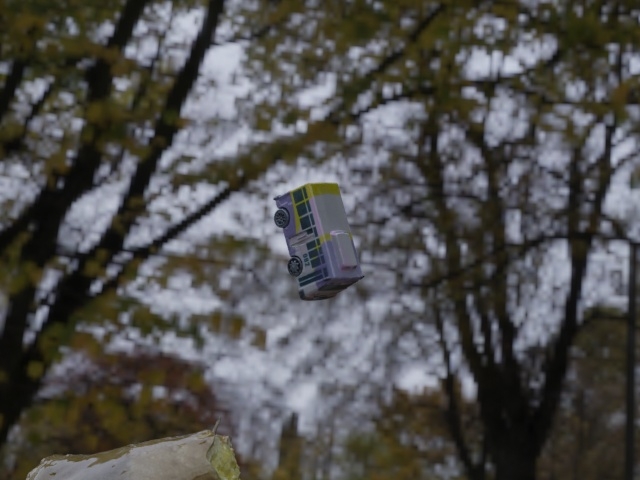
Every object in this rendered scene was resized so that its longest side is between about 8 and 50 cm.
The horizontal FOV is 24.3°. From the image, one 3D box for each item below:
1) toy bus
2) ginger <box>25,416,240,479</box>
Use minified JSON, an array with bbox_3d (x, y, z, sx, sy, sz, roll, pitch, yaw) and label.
[{"bbox_3d":[0.000,0.000,1.375,0.058,0.102,0.052,-25,-15,39],"label":"toy bus"},{"bbox_3d":[-0.221,0.273,1.075,0.236,0.375,0.166,-3,-63,41],"label":"ginger"}]
